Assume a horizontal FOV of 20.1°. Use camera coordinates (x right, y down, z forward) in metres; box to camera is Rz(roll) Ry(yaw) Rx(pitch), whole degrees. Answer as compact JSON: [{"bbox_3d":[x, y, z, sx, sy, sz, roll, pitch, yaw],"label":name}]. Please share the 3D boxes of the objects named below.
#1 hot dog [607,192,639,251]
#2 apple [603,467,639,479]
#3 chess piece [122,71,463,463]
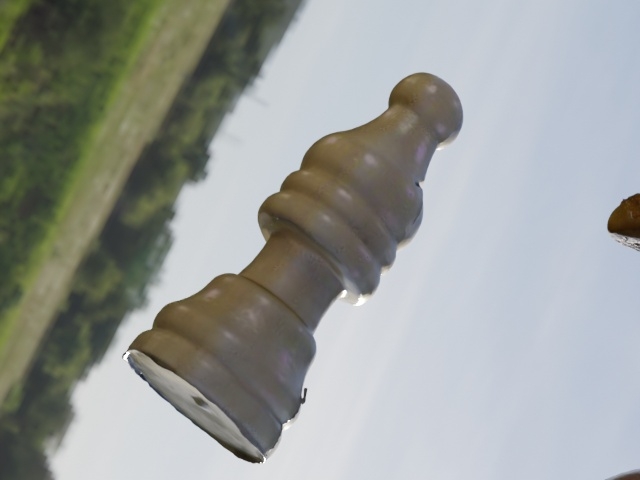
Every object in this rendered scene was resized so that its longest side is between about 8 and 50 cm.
[{"bbox_3d":[0.278,-0.005,1.149,0.215,0.066,0.047,8,-105,51],"label":"hot dog"},{"bbox_3d":[0.310,0.378,1.674,0.345,0.344,0.269,-61,166,19],"label":"apple"},{"bbox_3d":[0.000,0.000,1.289,0.307,0.139,0.124,-54,-158,-16],"label":"chess piece"}]
